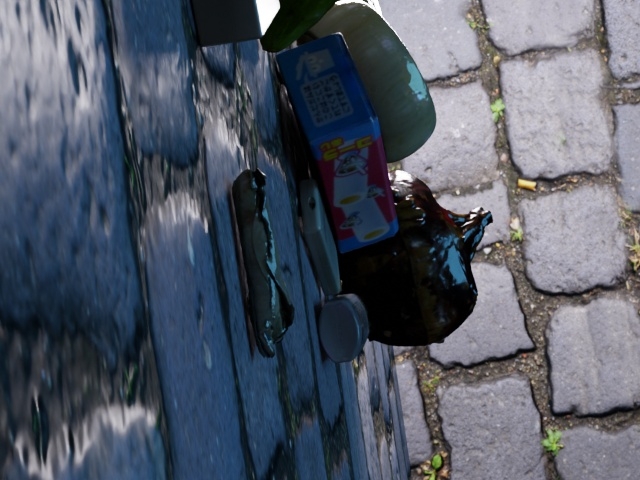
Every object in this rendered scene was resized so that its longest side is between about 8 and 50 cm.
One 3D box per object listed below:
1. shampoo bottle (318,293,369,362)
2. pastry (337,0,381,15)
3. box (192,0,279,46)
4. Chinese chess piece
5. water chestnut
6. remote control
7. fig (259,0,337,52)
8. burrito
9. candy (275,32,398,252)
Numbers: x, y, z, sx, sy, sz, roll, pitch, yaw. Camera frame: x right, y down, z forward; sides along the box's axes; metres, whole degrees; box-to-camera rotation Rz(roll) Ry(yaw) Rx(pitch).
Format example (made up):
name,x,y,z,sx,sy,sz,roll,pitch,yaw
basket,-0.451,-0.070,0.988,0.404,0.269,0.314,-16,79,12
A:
name,x,y,z,sx,sy,sz,roll,pitch,yaw
shampoo bottle,0.035,0.120,1.887,0.227,0.056,0.086,-11,93,-85
pastry,0.049,-0.339,2.327,0.329,0.136,0.329,-9,90,-83
box,-0.083,-0.263,1.240,0.201,0.058,0.141,-77,158,-74
Chinese chess piece,0.067,-0.236,2.014,0.257,0.104,0.257,55,-10,15
water chestnut,0.156,0.026,2.178,0.300,0.300,0.300,-8,90,-85
remote control,0.000,0.000,1.842,0.190,0.029,0.087,72,11,-58
fig,-0.041,-0.302,1.614,0.156,0.123,0.123,-60,175,2
burrito,-0.053,0.020,1.221,0.051,0.042,0.171,-31,110,-88
candy,0.028,-0.127,1.851,0.306,0.100,0.157,71,-2,-61
